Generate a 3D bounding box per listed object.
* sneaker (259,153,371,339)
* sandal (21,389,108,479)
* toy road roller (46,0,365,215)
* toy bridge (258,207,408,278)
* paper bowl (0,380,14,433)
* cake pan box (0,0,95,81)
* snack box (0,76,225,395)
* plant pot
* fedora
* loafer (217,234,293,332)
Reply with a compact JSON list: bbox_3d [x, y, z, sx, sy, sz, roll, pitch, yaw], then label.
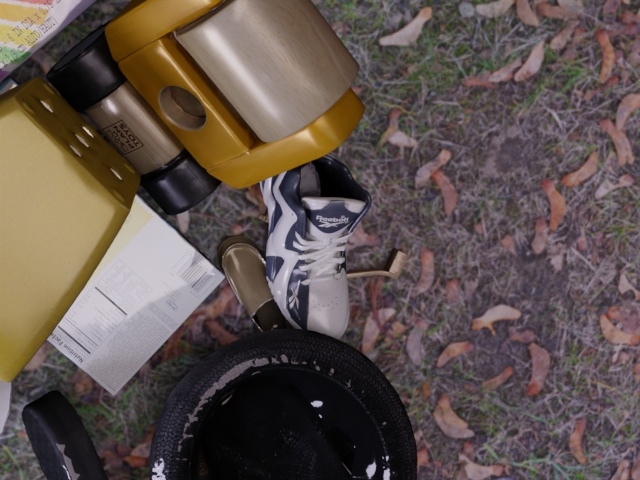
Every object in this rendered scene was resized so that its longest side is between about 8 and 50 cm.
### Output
[{"bbox_3d":[0.000,0.000,1.158,0.094,0.153,0.235,-4,87,-17],"label":"sneaker"},{"bbox_3d":[-0.202,0.366,1.201,0.107,0.167,0.446,-26,105,-28],"label":"sandal"},{"bbox_3d":[-0.092,-0.195,1.066,0.202,0.329,0.240,50,50,-22],"label":"toy road roller"},{"bbox_3d":[0.010,0.008,1.264,0.188,0.026,0.063,23,92,-16],"label":"toy bridge"},{"bbox_3d":[-0.466,0.147,1.097,0.284,0.148,0.284,-2,100,-14],"label":"paper bowl"},{"bbox_3d":[-0.357,-0.290,1.045,0.267,0.070,0.246,-41,109,-7],"label":"cake pan box"},{"bbox_3d":[-0.285,-0.002,1.165,0.187,0.060,0.322,-47,107,-4],"label":"snack box"},{"bbox_3d":[-0.289,-0.033,0.998,0.187,0.212,0.212,-41,106,8],"label":"plant pot"},{"bbox_3d":[-0.051,0.248,1.219,0.334,0.152,0.334,-4,103,-16],"label":"fedora"},{"bbox_3d":[-0.070,0.060,1.238,0.056,0.050,0.148,-33,105,-8],"label":"loafer"}]
